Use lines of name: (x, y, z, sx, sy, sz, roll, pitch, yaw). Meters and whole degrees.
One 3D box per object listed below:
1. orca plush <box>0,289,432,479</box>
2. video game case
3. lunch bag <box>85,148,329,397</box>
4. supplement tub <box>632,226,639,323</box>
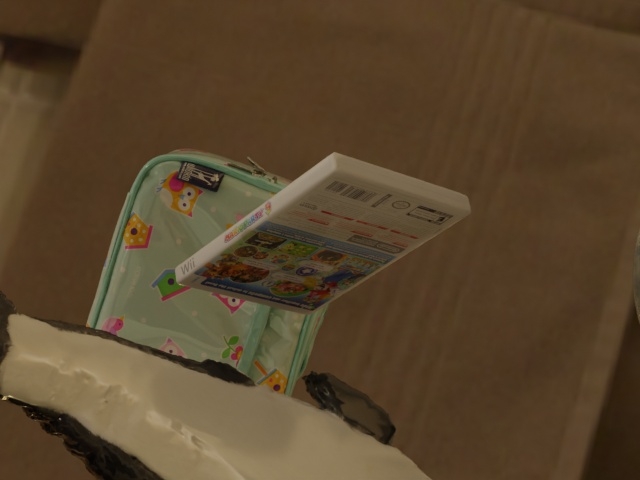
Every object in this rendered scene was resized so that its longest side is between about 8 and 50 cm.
orca plush: (-0.055, 0.130, 0.701, 0.102, 0.287, 0.151, -55, 27, 34)
video game case: (0.000, 0.000, 0.736, 0.122, 0.087, 0.011, -34, 53, 39)
lunch bag: (-0.098, 0.054, 1.488, 0.108, 0.224, 0.279, -34, -36, -83)
supplement tub: (0.311, 0.030, 0.790, 0.316, 0.194, 0.193, -162, 85, -75)
